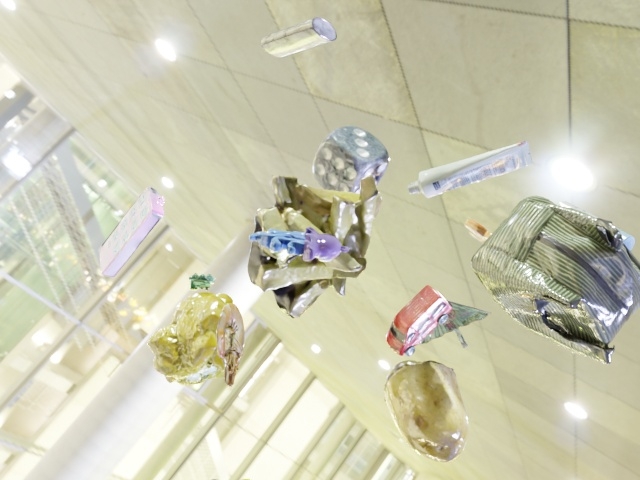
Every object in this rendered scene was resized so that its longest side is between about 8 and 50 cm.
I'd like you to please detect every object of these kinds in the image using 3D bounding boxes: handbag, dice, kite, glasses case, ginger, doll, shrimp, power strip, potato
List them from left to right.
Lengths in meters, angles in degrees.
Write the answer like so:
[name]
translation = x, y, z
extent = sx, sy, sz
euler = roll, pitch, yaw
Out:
[power strip]
translation = -0.504, -0.021, 1.491
extent = 0.037, 0.279, 0.109
euler = 24, -150, -41
[shrimp]
translation = -0.175, 0.202, 1.095
extent = 0.045, 0.163, 0.095
euler = 0, 163, 4
[glasses case]
translation = -0.079, -0.699, 1.951
extent = 0.114, 0.060, 0.299
euler = 16, 174, -39
[doll]
translation = -0.043, 0.006, 1.150
extent = 0.205, 0.067, 0.110
euler = 9, -158, 4
[ginger]
translation = 0.000, 0.000, 1.492
extent = 0.358, 0.413, 0.211
euler = 38, 165, -30
[dice]
translation = 0.096, -0.245, 1.798
extent = 0.182, 0.183, 0.181
euler = 42, 132, 20
[potato]
translation = 0.305, 0.488, 1.557
extent = 0.242, 0.242, 0.286
euler = 25, 142, 42
[kite]
translation = 0.471, 0.301, 2.098
extent = 0.323, 0.013, 0.268
euler = -33, 104, 31
[handbag]
translation = 0.509, 0.083, 1.153
extent = 0.340, 0.247, 0.240
euler = 43, 178, -32

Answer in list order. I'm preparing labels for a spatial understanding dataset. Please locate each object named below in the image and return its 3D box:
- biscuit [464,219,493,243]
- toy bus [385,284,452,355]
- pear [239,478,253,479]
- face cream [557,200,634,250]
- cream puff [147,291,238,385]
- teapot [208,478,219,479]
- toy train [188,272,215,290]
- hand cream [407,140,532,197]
[biscuit]
translation = 0.528, 0.002, 1.725
extent = 0.165, 0.036, 0.250
euler = 38, -176, 32
[toy bus]
translation = 0.250, 0.214, 1.489
extent = 0.081, 0.195, 0.089
euler = 46, 180, 45
[pear]
translation = -0.175, 0.586, 1.271
extent = 0.097, 0.092, 0.092
euler = 40, 166, -30
[face cream]
translation = 0.843, -0.038, 1.750
extent = 0.250, 0.077, 0.077
euler = 46, 175, 48
[cream puff]
translation = -0.380, 0.289, 1.714
extent = 0.269, 0.275, 0.323
euler = 2, 156, -7
[teapot]
translation = -0.156, 0.640, 1.066
extent = 0.223, 0.305, 0.285
euler = 31, 156, -31
[toy train]
translation = -0.376, 0.132, 1.778
extent = 0.083, 0.053, 0.033
euler = 7, 164, -23
[hand cream]
translation = 0.405, -0.193, 1.557
extent = 0.340, 0.078, 0.124
euler = -17, 151, 19
